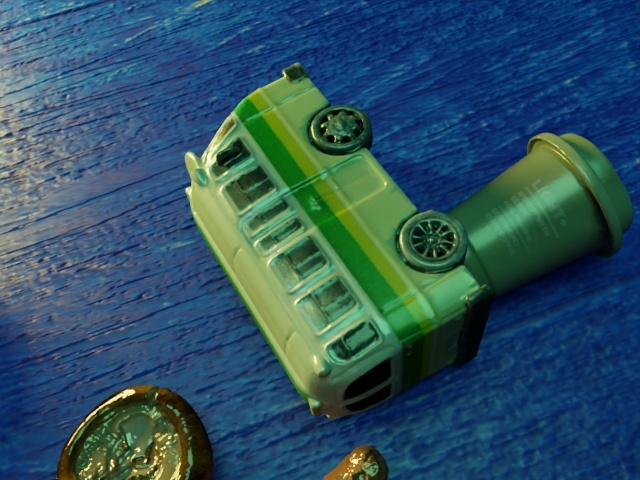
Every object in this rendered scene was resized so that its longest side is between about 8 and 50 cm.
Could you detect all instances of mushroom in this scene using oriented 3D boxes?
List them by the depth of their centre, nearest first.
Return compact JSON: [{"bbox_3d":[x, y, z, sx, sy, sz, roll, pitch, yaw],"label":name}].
[{"bbox_3d":[-0.142,0.173,0.555,0.123,0.052,0.123,-4,51,5],"label":"mushroom"}]

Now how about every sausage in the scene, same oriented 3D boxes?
[{"bbox_3d":[-0.017,0.209,0.533,0.158,0.042,0.036,-31,99,-11],"label":"sausage"}]

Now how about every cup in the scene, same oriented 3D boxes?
[{"bbox_3d":[0.174,-0.013,0.605,0.141,0.120,0.120,-32,61,-3],"label":"cup"}]

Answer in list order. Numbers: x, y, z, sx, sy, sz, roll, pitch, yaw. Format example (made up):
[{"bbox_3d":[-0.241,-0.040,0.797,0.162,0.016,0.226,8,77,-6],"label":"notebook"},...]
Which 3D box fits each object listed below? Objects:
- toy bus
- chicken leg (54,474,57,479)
[{"bbox_3d":[0.000,0.000,0.596,0.164,0.134,0.276,-30,61,-12],"label":"toy bus"},{"bbox_3d":[-0.206,0.273,0.505,0.093,0.053,0.205,-4,63,-24],"label":"chicken leg"}]
